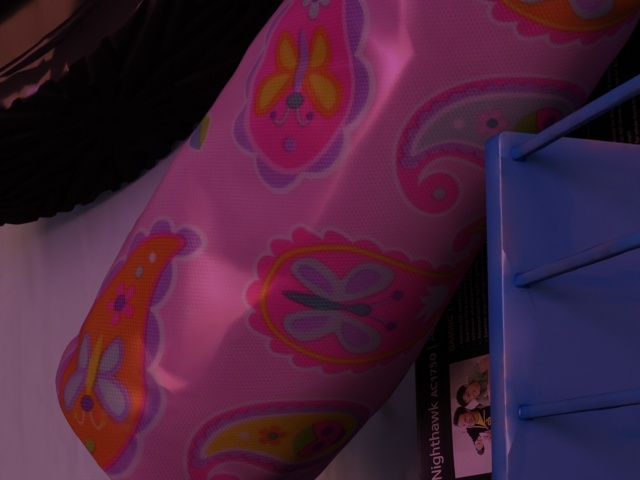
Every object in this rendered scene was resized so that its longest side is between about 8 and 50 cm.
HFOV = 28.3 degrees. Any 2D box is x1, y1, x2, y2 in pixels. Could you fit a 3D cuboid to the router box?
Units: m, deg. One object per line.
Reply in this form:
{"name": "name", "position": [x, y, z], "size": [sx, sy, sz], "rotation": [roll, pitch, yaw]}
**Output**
{"name": "router box", "position": [0.097, 0.007, 0.488], "size": [0.133, 0.046, 0.179], "rotation": [-19, 62, 43]}

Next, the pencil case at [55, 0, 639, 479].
{"name": "pencil case", "position": [0.012, -0.024, 0.474], "size": [0.284, 0.124, 0.124], "rotation": [-57, 43, 17]}

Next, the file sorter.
{"name": "file sorter", "position": [0.121, 0.046, 0.346], "size": [0.104, 0.118, 0.170], "rotation": [147, 125, -70]}

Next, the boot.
{"name": "boot", "position": [-0.144, -0.179, 0.748], "size": [0.348, 0.131, 0.260], "rotation": [-29, 62, 25]}
